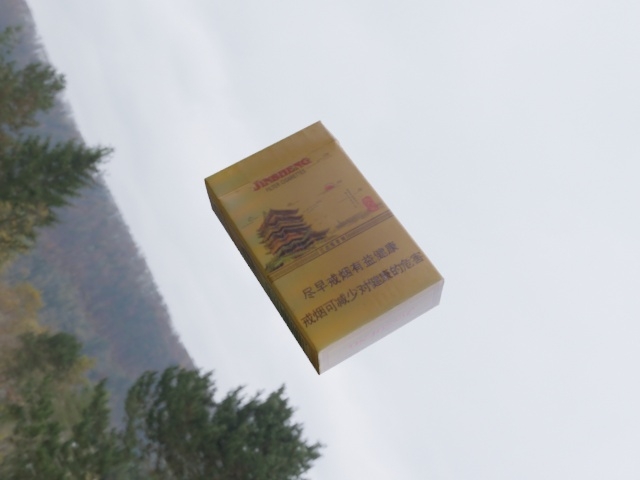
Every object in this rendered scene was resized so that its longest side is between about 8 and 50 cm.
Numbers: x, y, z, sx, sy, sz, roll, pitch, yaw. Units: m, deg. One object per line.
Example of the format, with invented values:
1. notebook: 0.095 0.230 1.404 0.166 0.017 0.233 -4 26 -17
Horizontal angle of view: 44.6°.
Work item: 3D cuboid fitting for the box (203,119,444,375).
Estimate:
1. box: 0.000 0.000 0.943 0.274 0.174 0.076 54 -17 26
